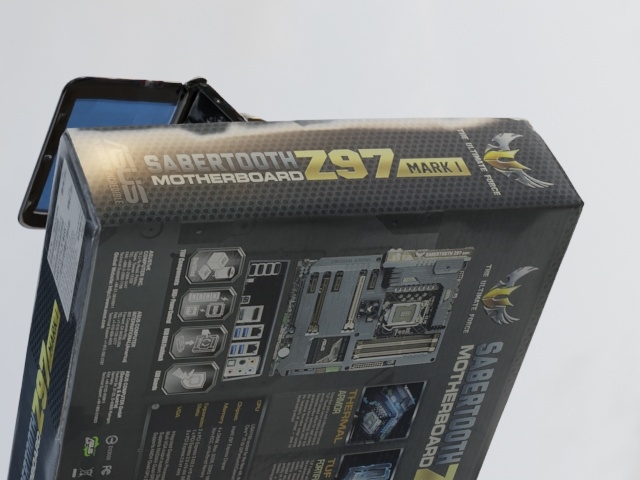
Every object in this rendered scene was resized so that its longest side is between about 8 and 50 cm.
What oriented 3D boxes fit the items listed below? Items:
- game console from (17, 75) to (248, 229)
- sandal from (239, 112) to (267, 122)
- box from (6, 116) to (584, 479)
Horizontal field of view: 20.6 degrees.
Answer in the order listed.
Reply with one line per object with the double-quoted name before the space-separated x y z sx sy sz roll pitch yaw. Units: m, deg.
"game console" -0.109 -0.029 1.116 0.085 0.124 0.144 -31 -21 -41
"sandal" 0.000 0.000 1.263 0.219 0.090 0.060 45 -115 -6
"box" -0.020 0.061 0.676 0.183 0.059 0.233 -3 -49 -22
